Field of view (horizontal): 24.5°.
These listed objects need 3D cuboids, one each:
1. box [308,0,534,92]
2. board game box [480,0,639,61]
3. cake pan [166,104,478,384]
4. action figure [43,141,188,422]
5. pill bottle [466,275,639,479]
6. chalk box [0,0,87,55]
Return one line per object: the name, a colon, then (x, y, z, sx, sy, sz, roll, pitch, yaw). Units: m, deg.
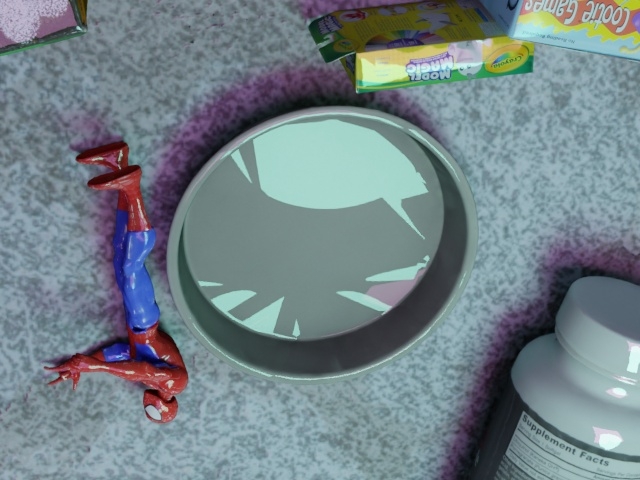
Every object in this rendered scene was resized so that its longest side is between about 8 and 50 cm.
box: (0.084, -0.170, 1.268, 0.179, 0.105, 0.043, -5, 119, -8)
board game box: (0.238, -0.305, 1.203, 0.142, 0.144, 0.275, 8, 117, -16)
cake pan: (0.000, 0.000, 1.374, 0.293, 0.054, 0.293, -5, 119, -9)
action figure: (-0.202, 0.063, 1.348, 0.139, 0.091, 0.280, -18, 120, -9)
pill bottle: (0.255, 0.204, 1.470, 0.176, 0.176, 0.319, 10, 116, -17)
chalk box: (-0.333, -0.220, 1.098, 0.288, 0.179, 0.180, -13, 111, -3)
